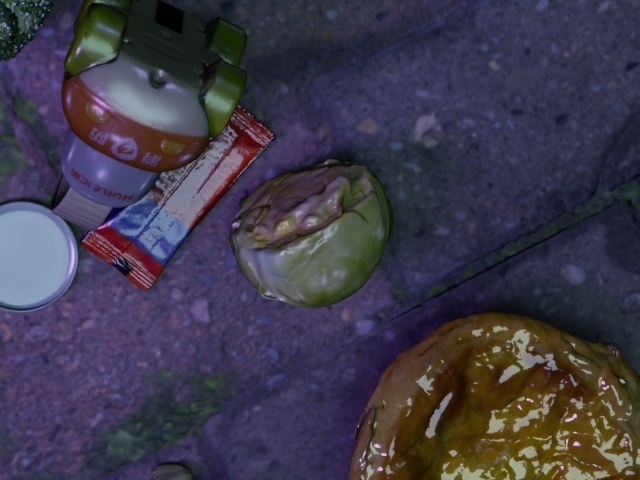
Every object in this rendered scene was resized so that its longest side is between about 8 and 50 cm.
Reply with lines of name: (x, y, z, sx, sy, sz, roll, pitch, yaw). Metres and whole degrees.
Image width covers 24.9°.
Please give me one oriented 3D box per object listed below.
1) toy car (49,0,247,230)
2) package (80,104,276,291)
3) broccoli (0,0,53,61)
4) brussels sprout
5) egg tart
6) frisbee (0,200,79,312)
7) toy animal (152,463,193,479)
toy car: (-0.173, -0.104, 1.277, 0.145, 0.235, 0.235, 24, 97, -14)
package: (-0.136, -0.049, 1.386, 0.083, 0.022, 0.200, 39, 94, -16)
broccoli: (-0.315, -0.232, 1.246, 0.156, 0.195, 0.195, -8, 107, -44)
brussels sprout: (0.000, 0.004, 1.365, 0.151, 0.149, 0.122, -12, 128, 32)
egg tart: (0.176, 0.237, 1.433, 0.341, 0.129, 0.341, 1, 83, -11)
frisbee: (-0.285, 0.016, 1.378, 0.110, 0.014, 0.110, -2, 102, -10)
toy animal: (-0.194, 0.302, 1.432, 0.219, 0.103, 0.101, -14, 129, -12)
